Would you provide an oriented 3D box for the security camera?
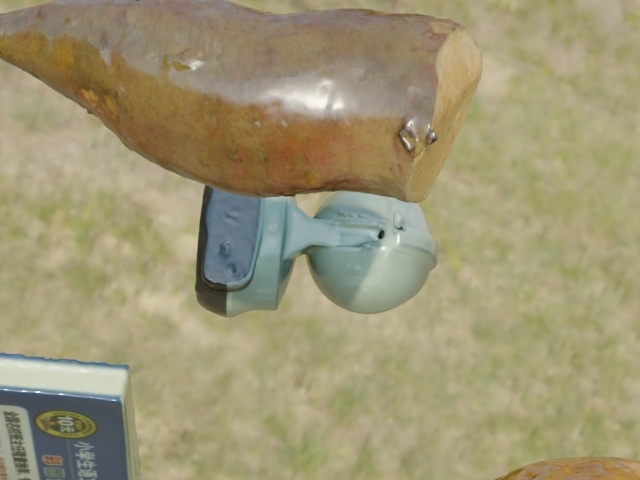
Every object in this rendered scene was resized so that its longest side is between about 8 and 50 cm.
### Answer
[{"bbox_3d":[0.000,0.000,1.964,0.277,0.197,0.191,5,-14,0],"label":"security camera"}]

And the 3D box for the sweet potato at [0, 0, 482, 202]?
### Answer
[{"bbox_3d":[-0.071,-0.096,1.090,0.336,0.131,0.131,7,20,13],"label":"sweet potato"}]

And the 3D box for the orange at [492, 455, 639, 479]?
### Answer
[{"bbox_3d":[0.224,0.350,1.405,0.340,0.341,0.293,18,-19,-6],"label":"orange"}]

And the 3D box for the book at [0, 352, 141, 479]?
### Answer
[{"bbox_3d":[-0.353,0.156,1.293,0.427,0.300,0.039,5,58,-2],"label":"book"}]
